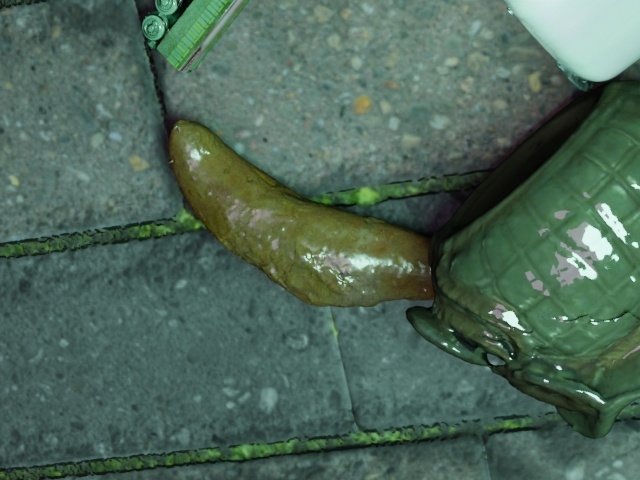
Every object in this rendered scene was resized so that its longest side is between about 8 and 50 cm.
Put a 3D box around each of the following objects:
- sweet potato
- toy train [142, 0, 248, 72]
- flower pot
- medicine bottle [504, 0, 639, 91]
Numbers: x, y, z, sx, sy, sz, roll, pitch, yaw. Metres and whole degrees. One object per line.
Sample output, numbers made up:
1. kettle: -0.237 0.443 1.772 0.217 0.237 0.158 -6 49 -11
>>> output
1. sweet potato: -0.003 0.002 1.581 0.341 0.092 0.114 25 95 6
2. toy train: -0.110 -0.227 1.566 0.071 0.038 0.148 42 114 0
3. flower pot: 0.231 0.019 1.422 0.213 0.302 0.302 46 113 -4
4. medicine bottle: 0.304 -0.311 1.330 0.378 0.213 0.213 -36 95 23
